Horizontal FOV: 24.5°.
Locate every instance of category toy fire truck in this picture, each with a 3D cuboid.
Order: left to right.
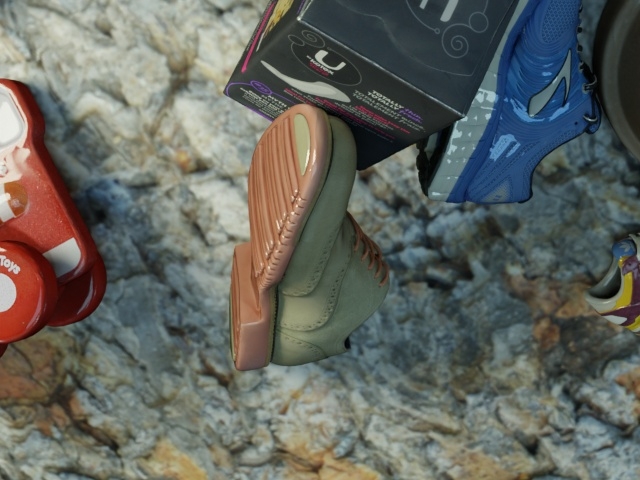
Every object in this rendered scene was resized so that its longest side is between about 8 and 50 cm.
[{"bbox_3d":[-0.381,0.004,1.505,0.302,0.169,0.254,-26,88,14],"label":"toy fire truck"}]

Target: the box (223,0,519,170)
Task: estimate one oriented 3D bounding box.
[{"bbox_3d":[0.040,-0.179,1.304,0.165,0.270,0.143,29,76,-12],"label":"box"}]

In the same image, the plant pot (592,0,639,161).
[{"bbox_3d":[0.390,-0.138,1.344,0.263,0.229,0.263,2,116,3],"label":"plant pot"}]

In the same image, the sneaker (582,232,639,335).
[{"bbox_3d":[0.348,0.013,1.505,0.083,0.069,0.185,27,113,-16],"label":"sneaker"}]

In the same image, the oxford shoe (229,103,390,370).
[{"bbox_3d":[0.000,0.000,1.431,0.146,0.141,0.397,1,151,-10],"label":"oxford shoe"}]

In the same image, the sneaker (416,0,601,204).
[{"bbox_3d":[0.206,-0.176,1.407,0.147,0.130,0.330,11,122,-15],"label":"sneaker"}]
